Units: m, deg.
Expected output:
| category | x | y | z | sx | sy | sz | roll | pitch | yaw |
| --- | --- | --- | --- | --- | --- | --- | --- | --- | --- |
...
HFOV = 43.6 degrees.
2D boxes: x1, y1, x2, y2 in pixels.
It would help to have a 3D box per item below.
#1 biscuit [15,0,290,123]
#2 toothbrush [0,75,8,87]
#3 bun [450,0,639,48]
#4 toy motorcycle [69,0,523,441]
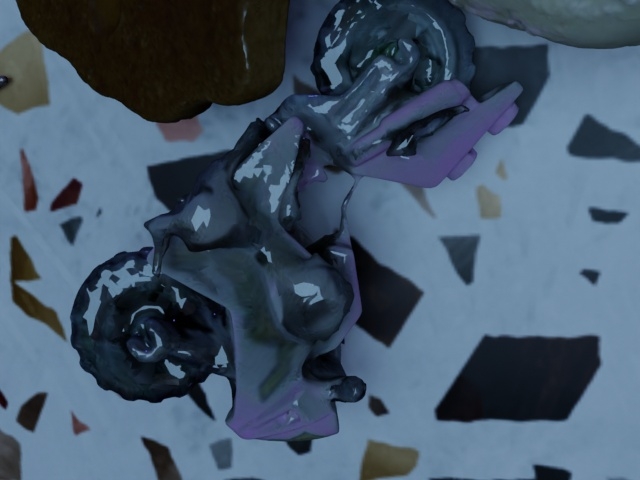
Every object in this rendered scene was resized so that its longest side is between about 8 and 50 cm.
| category | x | y | z | sx | sy | sz | roll | pitch | yaw |
| --- | --- | --- | --- | --- | --- | --- | --- | --- | --- |
| biscuit | -0.103 | -0.201 | 0.465 | 0.273 | 0.049 | 0.257 | 29 | 126 | 36 |
| toothbrush | -0.317 | -0.082 | 0.626 | 0.193 | 0.013 | 0.019 | -25 | 87 | 18 |
| bun | 0.129 | -0.284 | 0.352 | 0.365 | 0.219 | 0.365 | 27 | 135 | 31 |
| toy motorcycle | 0.000 | 0.000 | 0.513 | 0.188 | 0.143 | 0.327 | 43 | 93 | -8 |
